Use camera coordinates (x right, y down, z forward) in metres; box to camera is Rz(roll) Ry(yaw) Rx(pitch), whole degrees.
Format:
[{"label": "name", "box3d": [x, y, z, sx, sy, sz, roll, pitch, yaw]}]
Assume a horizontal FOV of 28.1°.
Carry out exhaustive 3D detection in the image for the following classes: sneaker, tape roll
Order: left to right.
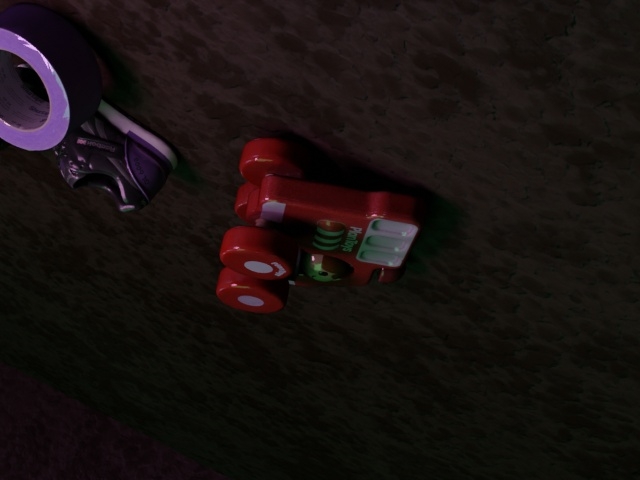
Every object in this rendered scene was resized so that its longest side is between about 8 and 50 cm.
[{"label": "tape roll", "box3d": [-0.400, -0.224, 1.757, 0.189, 0.080, 0.189, 18, 131, 22]}, {"label": "sneaker", "box3d": [-0.356, -0.149, 1.872, 0.283, 0.124, 0.107, 32, 155, -1]}]

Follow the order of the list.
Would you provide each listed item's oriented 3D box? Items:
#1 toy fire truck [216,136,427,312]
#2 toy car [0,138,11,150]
[{"label": "toy fire truck", "box3d": [0.000, 0.000, 1.732, 0.254, 0.169, 0.302, 11, 156, -2]}, {"label": "toy car", "box3d": [-0.559, -0.156, 2.012, 0.155, 0.188, 0.149, 20, 153, 23]}]
